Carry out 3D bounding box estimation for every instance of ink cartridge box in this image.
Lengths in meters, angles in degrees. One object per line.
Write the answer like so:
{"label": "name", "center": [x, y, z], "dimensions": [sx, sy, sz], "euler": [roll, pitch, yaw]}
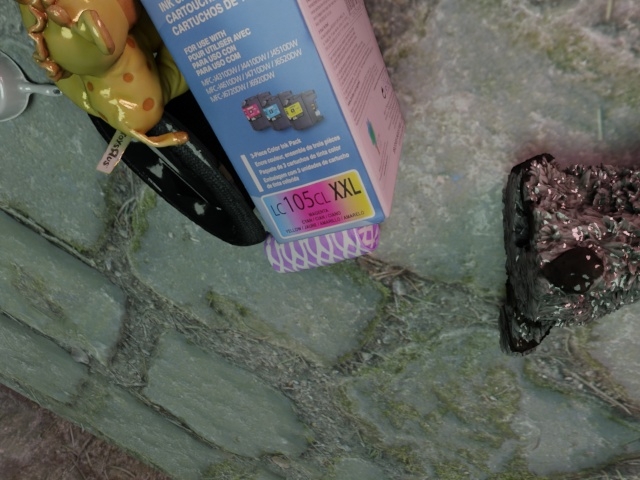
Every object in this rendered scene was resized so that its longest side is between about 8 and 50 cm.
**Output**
{"label": "ink cartridge box", "center": [-0.039, -0.236, 0.529], "dimensions": [0.151, 0.270, 0.395], "euler": [-12, 120, 22]}

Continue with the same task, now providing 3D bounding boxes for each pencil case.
{"label": "pencil case", "center": [0.000, 0.000, 0.819], "dimensions": [0.206, 0.088, 0.086], "euler": [-13, 117, 31]}

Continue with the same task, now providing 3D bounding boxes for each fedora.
{"label": "fedora", "center": [-0.181, -0.145, 0.712], "dimensions": [0.334, 0.152, 0.334], "euler": [32, 159, 14]}

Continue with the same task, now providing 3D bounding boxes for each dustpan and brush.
{"label": "dustpan and brush", "center": [-0.571, -0.283, 0.871], "dimensions": [0.211, 0.060, 0.147], "euler": [15, 118, 20]}

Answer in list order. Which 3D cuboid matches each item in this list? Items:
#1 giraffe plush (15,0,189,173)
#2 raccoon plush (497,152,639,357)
{"label": "giraffe plush", "center": [-0.217, -0.198, 0.463], "dimensions": [0.181, 0.210, 0.170], "euler": [3, 160, 5]}
{"label": "raccoon plush", "center": [0.415, 0.016, 0.646], "dimensions": [0.299, 0.216, 0.446], "euler": [-5, 154, 10]}
